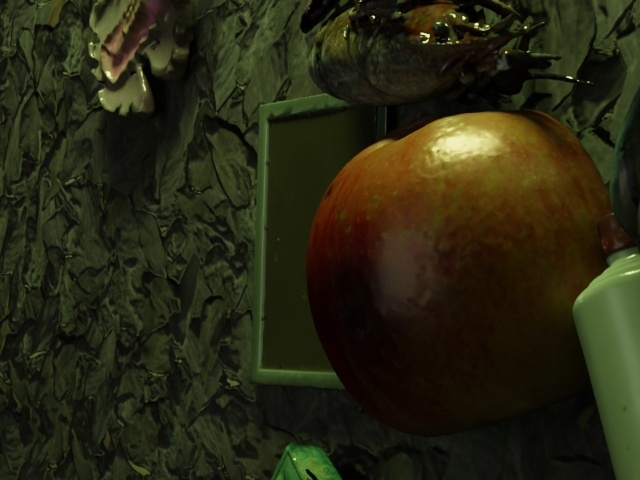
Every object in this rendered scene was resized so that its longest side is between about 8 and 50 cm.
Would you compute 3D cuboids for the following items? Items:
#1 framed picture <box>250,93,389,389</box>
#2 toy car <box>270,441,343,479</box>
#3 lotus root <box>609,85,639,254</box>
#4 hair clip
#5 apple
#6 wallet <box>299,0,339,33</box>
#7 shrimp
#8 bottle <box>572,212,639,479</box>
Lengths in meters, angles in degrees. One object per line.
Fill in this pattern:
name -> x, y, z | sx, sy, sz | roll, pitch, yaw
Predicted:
framed picture -> 0.000, 0.000, 1.763 | 0.216, 0.016, 0.273 | -2, 85, 57
toy car -> 0.030, 0.320, 1.613 | 0.320, 0.097, 0.141 | 56, 131, 44
lotus root -> 0.298, -0.116, 1.229 | 0.158, 0.140, 0.322 | -111, 43, -70
hair clip -> -0.172, -0.263, 1.997 | 0.300, 0.069, 0.173 | 116, 143, -46
apple -> 0.081, 0.025, 1.474 | 0.293, 0.163, 0.251 | -17, 86, 54
wallet -> 0.029, -0.262, 1.661 | 0.111, 0.030, 0.166 | -43, 17, 44
shrimp -> 0.104, -0.160, 1.527 | 0.343, 0.145, 0.116 | 13, 123, 61
bottle -> 0.238, 0.094, 1.320 | 0.104, 0.104, 0.245 | -38, 57, 48
